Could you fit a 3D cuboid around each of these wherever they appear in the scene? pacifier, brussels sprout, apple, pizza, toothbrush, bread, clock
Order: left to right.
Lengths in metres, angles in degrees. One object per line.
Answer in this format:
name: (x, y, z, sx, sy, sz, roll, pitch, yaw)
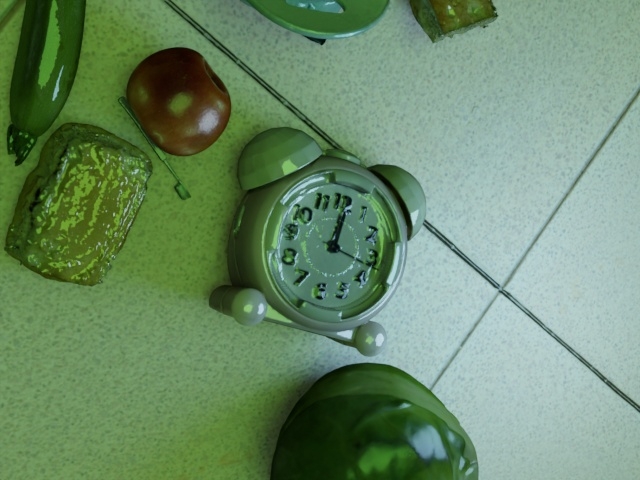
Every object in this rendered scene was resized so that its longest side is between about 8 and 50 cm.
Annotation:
bread: (-0.359, -0.051, 1.243, 0.174, 0.121, 0.245, 24, 86, -33)
toothbrush: (-0.265, -0.146, 1.322, 0.017, 0.014, 0.194, -35, 111, -13)
apple: (-0.212, -0.214, 1.254, 0.139, 0.163, 0.163, -34, 111, -2)
pacifier: (-0.017, -0.468, 1.210, 0.289, 0.269, 0.343, 2, 59, -16)
clock: (0.000, 0.000, 1.376, 0.342, 0.184, 0.325, 17, 89, -30)
brussels sprout: (0.093, 0.375, 1.427, 0.372, 0.276, 0.314, -5, 105, -23)
pizza: (0.206, -0.442, 1.436, 0.188, 0.081, 0.204, -35, 102, -38)

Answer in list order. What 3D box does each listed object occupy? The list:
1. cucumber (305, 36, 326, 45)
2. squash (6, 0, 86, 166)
cucumber: (-0.091, -0.406, 1.325, 0.284, 0.056, 0.056, 31, 87, -29)
squash: (-0.398, -0.271, 1.202, 0.095, 0.094, 0.340, 10, 95, -24)
